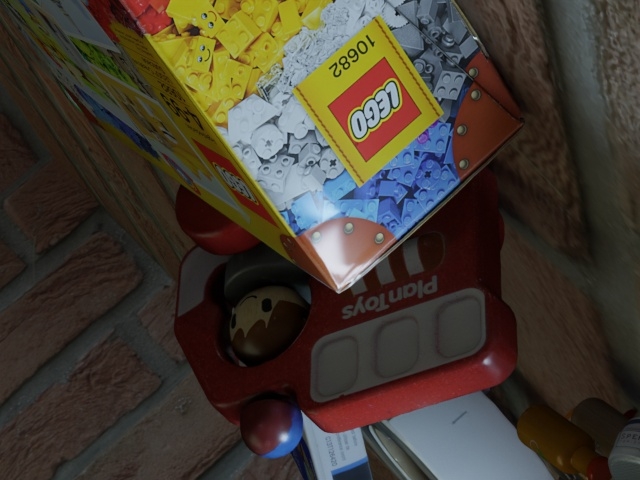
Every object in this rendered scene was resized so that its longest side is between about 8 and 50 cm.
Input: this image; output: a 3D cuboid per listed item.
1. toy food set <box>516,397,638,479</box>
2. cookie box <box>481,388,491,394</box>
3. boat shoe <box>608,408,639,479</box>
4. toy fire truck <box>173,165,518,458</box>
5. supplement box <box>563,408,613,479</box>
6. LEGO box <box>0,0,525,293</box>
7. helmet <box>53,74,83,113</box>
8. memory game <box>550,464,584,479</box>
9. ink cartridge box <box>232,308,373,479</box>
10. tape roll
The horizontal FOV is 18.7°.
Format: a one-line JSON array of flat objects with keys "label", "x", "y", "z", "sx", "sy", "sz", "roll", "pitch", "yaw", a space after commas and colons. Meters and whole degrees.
[{"label": "toy food set", "x": 0.276, "y": 0.224, "z": 1.713, "sx": 0.104, "sy": 0.111, "sz": 0.232, "roll": 36, "pitch": 162, "yaw": 54}, {"label": "cookie box", "x": 0.149, "y": 0.135, "z": 2.165, "sx": 0.092, "sy": 0.040, "sz": 0.107, "roll": 46, "pitch": 170, "yaw": 14}, {"label": "boat shoe", "x": 0.322, "y": 0.225, "z": 1.571, "sx": 0.109, "sy": 0.094, "sz": 0.302, "roll": 19, "pitch": 152, "yaw": 38}, {"label": "toy fire truck", "x": 0.011, "y": 0.042, "z": 1.553, "sx": 0.169, "sy": 0.302, "sz": 0.254, "roll": 47, "pitch": -147, "yaw": -41}, {"label": "supplement box", "x": 0.276, "y": 0.221, "z": 1.942, "sx": 0.098, "sy": 0.036, "sz": 0.062, "roll": 44, "pitch": 170, "yaw": 24}, {"label": "LEGO box", "x": -0.121, "y": -0.221, "z": 1.467, "sx": 0.372, "sy": 0.193, "sz": 0.500, "roll": 54, "pitch": 169, "yaw": -30}, {"label": "helmet", "x": -0.213, "y": -0.204, "z": 2.075, "sx": 0.161, "sy": 0.169, "sz": 0.169, "roll": 65, "pitch": 171, "yaw": 3}, {"label": "memory game", "x": 0.321, "y": 0.304, "z": 2.155, "sx": 0.186, "sy": 0.012, "sz": 0.186, "roll": 47, "pitch": 171, "yaw": 10}, {"label": "ink cartridge box", "x": -0.031, "y": 0.134, "z": 2.136, "sx": 0.307, "sy": 0.072, "sz": 0.303, "roll": -121, "pitch": 13, "yaw": -55}, {"label": "tape roll", "x": 0.139, "y": 0.227, "z": 2.145, "sx": 0.286, "sy": 0.100, "sz": 0.286, "roll": 47, "pitch": 171, "yaw": 10}]
